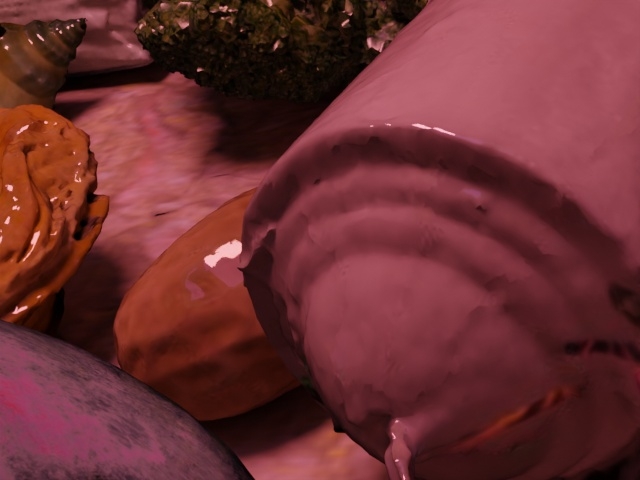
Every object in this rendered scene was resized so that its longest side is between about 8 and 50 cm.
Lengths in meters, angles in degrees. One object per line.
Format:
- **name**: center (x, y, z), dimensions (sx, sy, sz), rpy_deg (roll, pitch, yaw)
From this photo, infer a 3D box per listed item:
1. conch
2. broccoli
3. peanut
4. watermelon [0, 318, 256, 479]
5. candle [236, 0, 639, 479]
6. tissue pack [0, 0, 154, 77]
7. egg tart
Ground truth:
- **conch**: center (-0.238, -0.096, 1.002), dimensions (0.200, 0.080, 0.095), rpy_deg (-15, 11, 23)
- **broccoli**: center (0.004, -0.219, 0.883), dimensions (0.307, 0.275, 0.308), rpy_deg (4, 49, -4)
- **peanut**: center (0.001, 0.001, 0.691), dimensions (0.228, 0.086, 0.104), rpy_deg (-36, 16, -28)
- **watermelon**: center (-0.137, 0.108, 0.440), dimensions (0.175, 0.188, 0.322), rpy_deg (-26, 23, 31)
- **candle**: center (0.072, 0.007, 0.544), dimensions (0.187, 0.187, 0.330), rpy_deg (5, 38, 35)
- **tissue pack**: center (-0.174, -0.230, 1.144), dimensions (0.227, 0.103, 0.316), rpy_deg (-2, 35, 24)
- **egg tart**: center (-0.211, 0.021, 0.760), dimensions (0.241, 0.106, 0.241), rpy_deg (-16, 32, 10)
